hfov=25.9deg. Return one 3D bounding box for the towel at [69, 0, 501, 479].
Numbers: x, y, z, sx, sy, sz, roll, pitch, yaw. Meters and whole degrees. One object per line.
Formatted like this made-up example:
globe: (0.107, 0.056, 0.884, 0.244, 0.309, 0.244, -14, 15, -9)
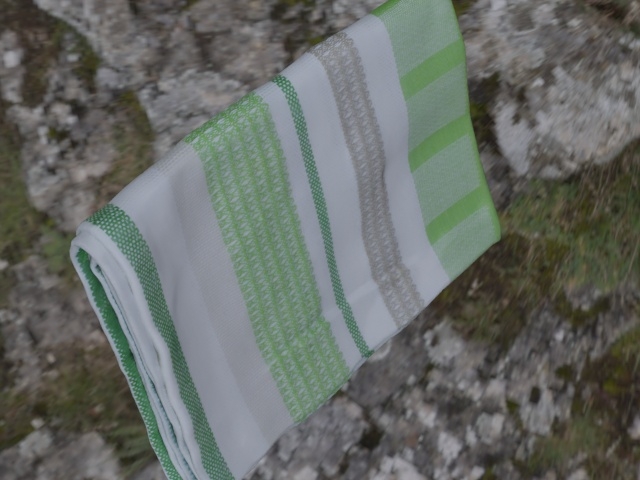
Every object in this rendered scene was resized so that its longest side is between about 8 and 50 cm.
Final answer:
towel: (0.000, 0.000, 0.433, 0.023, 0.152, 0.113, 24, 142, 40)
